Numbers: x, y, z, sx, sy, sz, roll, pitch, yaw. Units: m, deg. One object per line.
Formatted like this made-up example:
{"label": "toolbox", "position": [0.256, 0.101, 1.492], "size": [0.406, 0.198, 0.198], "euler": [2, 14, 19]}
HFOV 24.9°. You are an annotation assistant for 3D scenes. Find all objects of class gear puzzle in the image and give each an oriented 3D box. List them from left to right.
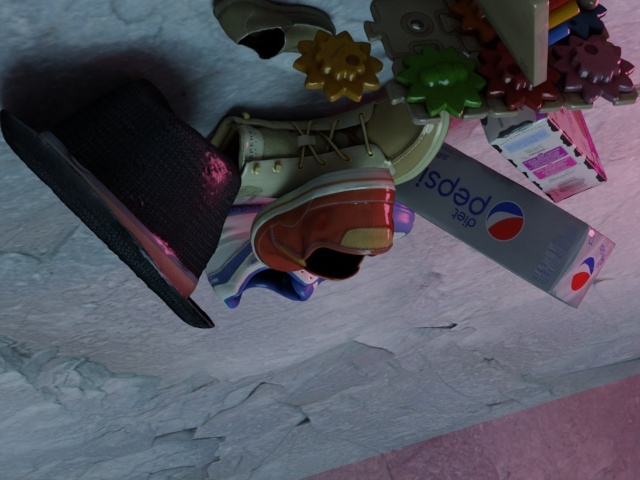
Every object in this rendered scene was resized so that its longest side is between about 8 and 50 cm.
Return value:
{"label": "gear puzzle", "position": [0.135, -0.193, 1.402], "size": [0.339, 0.175, 0.044], "euler": [-7, 147, -16]}

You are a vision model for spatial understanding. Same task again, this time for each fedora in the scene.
{"label": "fedora", "position": [-0.177, -0.058, 1.504], "size": [0.152, 0.334, 0.334], "euler": [-44, 158, -5]}

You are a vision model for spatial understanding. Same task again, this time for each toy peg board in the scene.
{"label": "toy peg board", "position": [0.186, -0.252, 1.318], "size": [0.079, 0.161, 0.160], "euler": [-28, 159, -2]}

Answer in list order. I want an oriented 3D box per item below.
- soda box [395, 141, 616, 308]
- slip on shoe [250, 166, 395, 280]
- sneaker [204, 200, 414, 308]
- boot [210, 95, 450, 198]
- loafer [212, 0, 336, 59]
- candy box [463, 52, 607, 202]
{"label": "soda box", "position": [0.195, -0.034, 1.695], "size": [0.091, 0.286, 0.098], "euler": [-59, 148, 4]}
{"label": "slip on shoe", "position": [0.000, 0.000, 1.665], "size": [0.123, 0.101, 0.331], "euler": [-3, 170, -20]}
{"label": "sneaker", "position": [-0.011, 0.019, 1.899], "size": [0.296, 0.131, 0.112], "euler": [-10, 157, -13]}
{"label": "boot", "position": [0.001, -0.110, 1.633], "size": [0.203, 0.095, 0.262], "euler": [4, 159, -37]}
{"label": "loafer", "position": [-0.043, -0.202, 1.431], "size": [0.148, 0.050, 0.056], "euler": [6, 152, -40]}
{"label": "candy box", "position": [0.227, -0.151, 1.576], "size": [0.071, 0.159, 0.233], "euler": [-24, 157, 19]}
